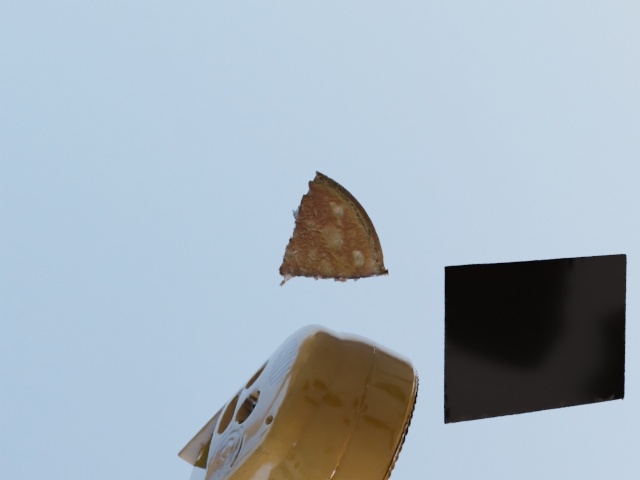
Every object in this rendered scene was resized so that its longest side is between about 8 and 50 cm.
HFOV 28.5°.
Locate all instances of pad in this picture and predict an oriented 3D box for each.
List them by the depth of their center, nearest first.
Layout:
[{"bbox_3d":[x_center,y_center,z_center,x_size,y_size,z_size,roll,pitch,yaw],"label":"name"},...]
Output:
[{"bbox_3d":[0.234,0.104,1.354,0.245,0.006,0.170,-4,-85,-29],"label":"pad"}]

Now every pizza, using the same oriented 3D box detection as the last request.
[{"bbox_3d":[0.009,-0.012,1.100,0.029,0.100,0.099,-3,-92,-72],"label":"pizza"}]

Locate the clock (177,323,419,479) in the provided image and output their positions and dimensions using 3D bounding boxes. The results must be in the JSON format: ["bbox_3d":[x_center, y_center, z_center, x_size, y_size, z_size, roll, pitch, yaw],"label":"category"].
[{"bbox_3d":[-0.026,0.234,1.344,0.200,0.317,0.244,27,-150,-11],"label":"clock"}]
